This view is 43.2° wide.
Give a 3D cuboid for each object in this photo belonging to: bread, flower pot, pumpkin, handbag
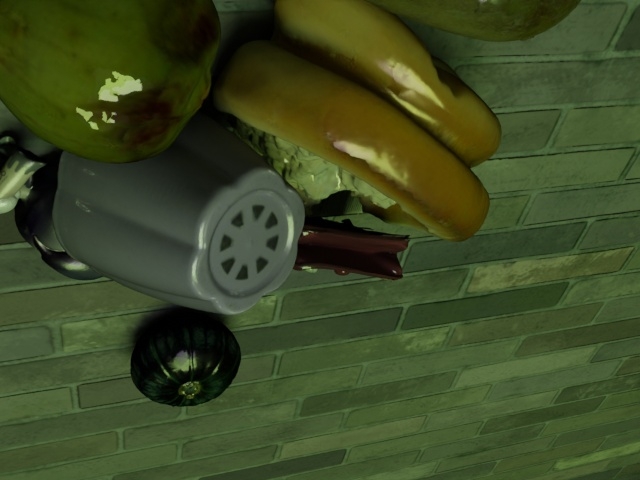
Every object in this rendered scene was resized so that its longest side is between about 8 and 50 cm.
[{"bbox_3d":[0.061,-0.154,1.089,0.424,0.245,0.329,29,162,-39],"label":"bread"},{"bbox_3d":[-0.162,-0.029,1.023,0.265,0.243,0.265,-28,131,-38],"label":"flower pot"},{"bbox_3d":[-0.240,0.219,1.446,0.202,0.140,0.202,-11,139,-10],"label":"pumpkin"},{"bbox_3d":[0.000,0.003,1.201,0.203,0.216,0.074,7,96,-34],"label":"handbag"}]

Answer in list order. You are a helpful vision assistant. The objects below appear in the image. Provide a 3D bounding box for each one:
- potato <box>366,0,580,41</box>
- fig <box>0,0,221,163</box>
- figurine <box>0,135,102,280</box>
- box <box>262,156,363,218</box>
[{"bbox_3d":[0.153,-0.360,0.869,0.359,0.219,0.269,6,128,-23],"label":"potato"},{"bbox_3d":[-0.247,-0.215,0.869,0.271,0.239,0.239,31,125,-9],"label":"fig"},{"bbox_3d":[-0.353,-0.035,1.086,0.145,0.145,0.222,-38,135,20],"label":"figurine"},{"bbox_3d":[-0.022,-0.087,1.266,0.247,0.033,0.129,-5,140,-20],"label":"box"}]
